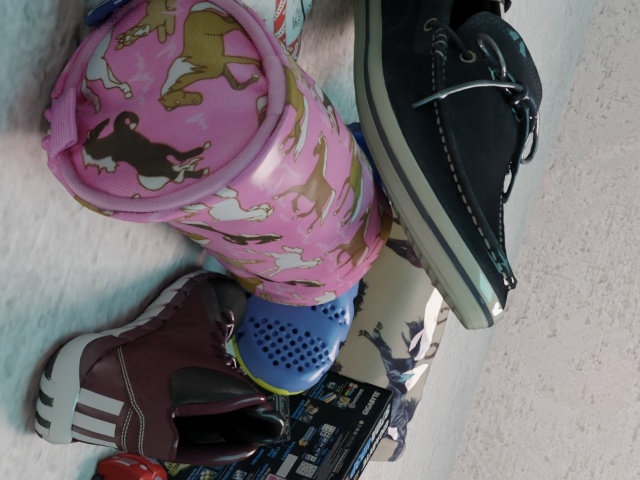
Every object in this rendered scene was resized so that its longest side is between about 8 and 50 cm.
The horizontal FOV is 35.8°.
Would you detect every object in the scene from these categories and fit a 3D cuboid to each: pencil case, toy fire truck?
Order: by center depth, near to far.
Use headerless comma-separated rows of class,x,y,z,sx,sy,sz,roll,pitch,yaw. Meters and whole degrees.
pencil case,-0.055,-0.047,0.760,0.160,0.167,0.386,-51,161,0
toy fire truck,-0.171,0.279,0.901,0.135,0.047,0.192,0,105,-71
pencil case,0.071,0.080,1.228,0.160,0.183,0.410,3,110,-34

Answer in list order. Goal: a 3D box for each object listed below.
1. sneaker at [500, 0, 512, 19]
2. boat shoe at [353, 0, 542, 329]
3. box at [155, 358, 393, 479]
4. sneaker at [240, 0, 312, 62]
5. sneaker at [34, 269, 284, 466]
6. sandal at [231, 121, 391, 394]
sneaker,0.194,-0.335,1.302,0.127,0.126,0.321,-63,159,-12
boat shoe,0.131,-0.132,0.941,0.500,0.156,0.186,-91,156,-47
box,-0.046,0.207,0.997,0.220,0.175,0.051,-51,150,-50
sneaker,-0.062,-0.216,0.724,0.270,0.090,0.144,50,57,-72
sneaker,-0.088,0.115,0.812,0.281,0.163,0.106,-35,138,-62
sandal,0.000,0.000,0.991,0.138,0.126,0.317,129,-20,-62
